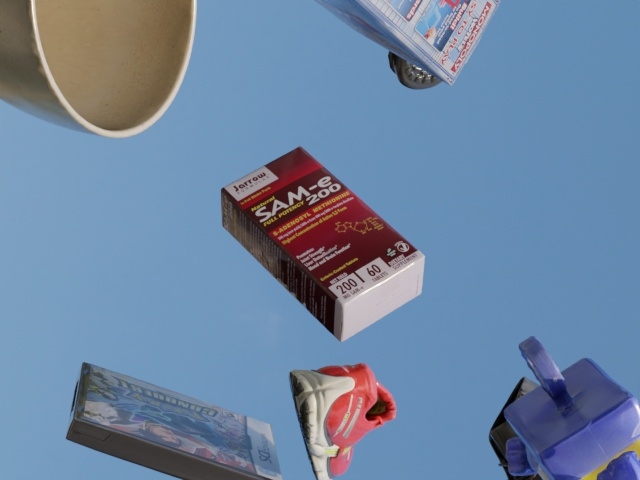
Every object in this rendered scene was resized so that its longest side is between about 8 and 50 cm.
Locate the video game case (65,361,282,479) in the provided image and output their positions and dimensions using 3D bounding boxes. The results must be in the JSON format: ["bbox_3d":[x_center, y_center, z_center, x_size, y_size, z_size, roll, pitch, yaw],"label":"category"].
[{"bbox_3d":[-0.185,0.245,2.019,0.248,0.275,0.035,-115,-134,-77],"label":"video game case"}]

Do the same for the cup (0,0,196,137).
[{"bbox_3d":[-0.337,-0.293,1.918,0.237,0.331,0.331,4,-99,29],"label":"cup"}]

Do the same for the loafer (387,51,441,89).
[{"bbox_3d":[0.113,-0.259,1.598,0.078,0.080,0.220,11,-94,58],"label":"loafer"}]

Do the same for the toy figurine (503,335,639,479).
[{"bbox_3d":[0.200,0.122,0.954,0.191,0.217,0.362,-41,-170,4],"label":"toy figurine"}]

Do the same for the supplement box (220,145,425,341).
[{"bbox_3d":[0.000,0.000,1.902,0.239,0.130,0.073,42,-31,32],"label":"supplement box"}]

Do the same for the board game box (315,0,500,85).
[{"bbox_3d":[0.001,-0.158,0.833,0.194,0.194,0.060,32,-88,38],"label":"board game box"}]

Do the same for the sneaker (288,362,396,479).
[{"bbox_3d":[0.034,0.220,1.912,0.279,0.118,0.107,83,-7,-69],"label":"sneaker"}]

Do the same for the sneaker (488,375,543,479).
[{"bbox_3d":[0.194,0.231,1.412,0.083,0.118,0.222,-58,-175,48],"label":"sneaker"}]
